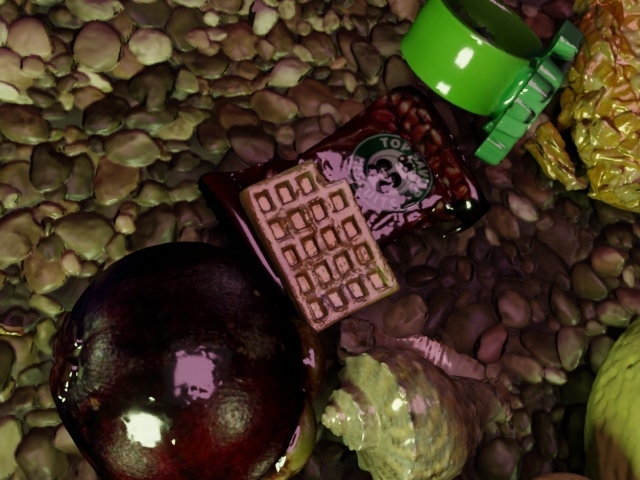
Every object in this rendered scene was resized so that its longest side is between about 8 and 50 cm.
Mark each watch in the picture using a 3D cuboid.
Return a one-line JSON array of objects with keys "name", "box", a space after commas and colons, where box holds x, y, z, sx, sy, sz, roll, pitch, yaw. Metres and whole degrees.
[{"name": "watch", "box": [0.153, -0.176, 0.728, 0.152, 0.131, 0.165, 39, 38, 3]}]

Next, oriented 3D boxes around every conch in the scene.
[{"name": "conch", "box": [0.079, 0.120, 0.630, 0.207, 0.130, 0.155, -4, 58, -36]}]

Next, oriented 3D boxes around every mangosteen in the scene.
[{"name": "mangosteen", "box": [-0.078, 0.102, 0.570, 0.230, 0.194, 0.194, 20, 67, -35]}]

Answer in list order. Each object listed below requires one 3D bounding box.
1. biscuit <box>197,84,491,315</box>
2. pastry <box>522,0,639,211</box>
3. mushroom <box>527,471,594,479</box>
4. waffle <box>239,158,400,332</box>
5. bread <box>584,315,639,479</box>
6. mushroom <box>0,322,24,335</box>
[{"name": "biscuit", "box": [0.026, -0.039, 0.697, 0.235, 0.063, 0.151, -28, 83, -13]}, {"name": "pastry", "box": [0.301, -0.141, 0.788, 0.154, 0.102, 0.250, 14, 70, -10]}, {"name": "mushroom", "box": [0.174, 0.243, 0.579, 0.147, 0.148, 0.112, -1, 30, -16]}, {"name": "waffle", "box": [0.000, 0.000, 0.643, 0.092, 0.021, 0.135, -25, 86, -11]}, {"name": "bread", "box": [0.386, 0.180, 0.650, 0.320, 0.237, 0.321, 1, 86, -22]}, {"name": "mushroom", "box": [-0.369, 0.029, 0.592, 0.286, 0.028, 0.026, 22, 26, -9]}]
